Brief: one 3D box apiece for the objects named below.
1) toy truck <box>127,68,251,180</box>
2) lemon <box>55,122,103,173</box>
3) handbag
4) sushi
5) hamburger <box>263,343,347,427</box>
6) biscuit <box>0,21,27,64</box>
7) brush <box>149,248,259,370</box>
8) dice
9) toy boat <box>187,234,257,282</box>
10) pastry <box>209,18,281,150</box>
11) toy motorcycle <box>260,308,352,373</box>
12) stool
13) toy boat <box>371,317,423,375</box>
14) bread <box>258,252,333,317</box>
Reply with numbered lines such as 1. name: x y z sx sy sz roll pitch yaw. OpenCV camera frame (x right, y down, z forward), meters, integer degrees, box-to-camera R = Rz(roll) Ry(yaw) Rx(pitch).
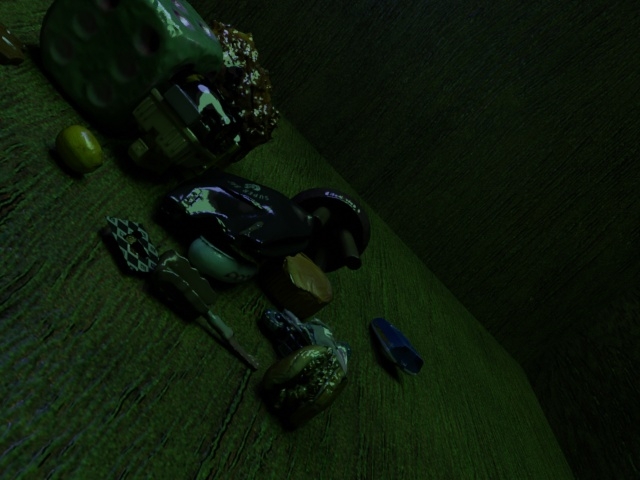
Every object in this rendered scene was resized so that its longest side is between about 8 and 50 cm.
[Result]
1. toy truck: -0.322 -0.256 1.676 0.180 0.254 0.405 52 1 5
2. lemon: -0.478 -0.182 1.338 0.110 0.082 0.082 53 15 2
3. handbag: -0.202 -0.058 1.570 0.342 0.152 0.288 24 16 8
4. sushi: -0.358 0.017 1.289 0.126 0.026 0.120 58 14 18
5. hamburger: -0.023 0.271 1.337 0.131 0.159 0.185 49 41 16
6. biscuit: -0.710 -0.447 1.440 0.182 0.034 0.215 54 15 18
7. brush: -0.216 0.149 1.314 0.301 0.071 0.084 52 28 -23
8. dice: -0.459 -0.469 1.657 0.318 0.322 0.330 50 16 3
9. toy boat: -0.225 0.051 1.507 0.134 0.079 0.208 37 5 14
10. pastry: -0.306 -0.424 2.021 0.292 0.337 0.405 38 -28 50
11. toy motorcycle: -0.012 0.242 1.540 0.204 0.108 0.239 11 42 -54
12. stool: 0.000 0.000 1.948 0.272 0.272 0.178 44 29 -15
13. toy boat: 0.218 0.313 2.106 0.129 0.088 0.295 42 5 -21
14. bread: -0.067 0.110 1.745 0.199 0.104 0.199 41 20 -19
